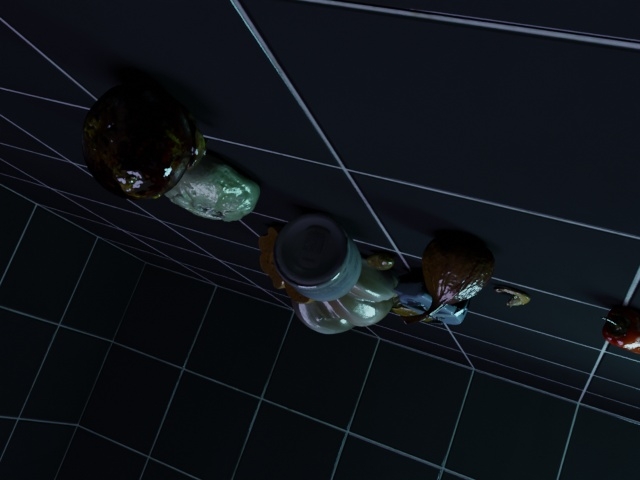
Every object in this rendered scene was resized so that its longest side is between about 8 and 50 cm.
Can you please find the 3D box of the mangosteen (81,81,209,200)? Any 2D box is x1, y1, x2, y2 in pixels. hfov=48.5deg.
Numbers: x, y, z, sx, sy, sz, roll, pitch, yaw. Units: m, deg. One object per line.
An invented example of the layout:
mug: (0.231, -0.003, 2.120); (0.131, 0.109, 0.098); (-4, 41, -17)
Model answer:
mangosteen: (-0.279, -0.159, 1.176); (0.192, 0.192, 0.217); (12, -176, 37)

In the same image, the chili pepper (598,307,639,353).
chili pepper: (0.619, 0.180, 1.444); (0.192, 0.084, 0.086); (23, 153, -35)

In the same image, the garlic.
garlic: (0.057, 0.151, 1.914); (0.279, 0.132, 0.325); (-27, 131, 30)

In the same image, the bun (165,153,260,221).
bun: (-0.242, -0.109, 1.494); (0.221, 0.108, 0.221); (20, 169, 4)

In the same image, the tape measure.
tape measure: (0.286, 0.145, 1.791); (0.181, 0.107, 0.182); (30, 163, -16)

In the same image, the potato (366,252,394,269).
potato: (0.149, 0.052, 1.739); (0.092, 0.045, 0.046); (-4, 117, 59)

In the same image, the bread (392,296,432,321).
bread: (0.274, 0.188, 2.098); (0.140, 0.069, 0.128); (14, 166, 24)

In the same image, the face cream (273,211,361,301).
face cream: (-0.005, 0.040, 1.607); (0.177, 0.177, 0.153); (16, 168, 18)

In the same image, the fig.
fig: (0.244, 0.086, 1.368); (0.134, 0.201, 0.146); (31, 161, -5)

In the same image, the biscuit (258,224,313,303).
biscuit: (-0.075, 0.055, 1.819); (0.044, 0.201, 0.289); (-12, -167, -30)

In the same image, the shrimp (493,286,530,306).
shrimp: (0.439, 0.130, 1.664); (0.083, 0.023, 0.114); (24, 163, -2)
